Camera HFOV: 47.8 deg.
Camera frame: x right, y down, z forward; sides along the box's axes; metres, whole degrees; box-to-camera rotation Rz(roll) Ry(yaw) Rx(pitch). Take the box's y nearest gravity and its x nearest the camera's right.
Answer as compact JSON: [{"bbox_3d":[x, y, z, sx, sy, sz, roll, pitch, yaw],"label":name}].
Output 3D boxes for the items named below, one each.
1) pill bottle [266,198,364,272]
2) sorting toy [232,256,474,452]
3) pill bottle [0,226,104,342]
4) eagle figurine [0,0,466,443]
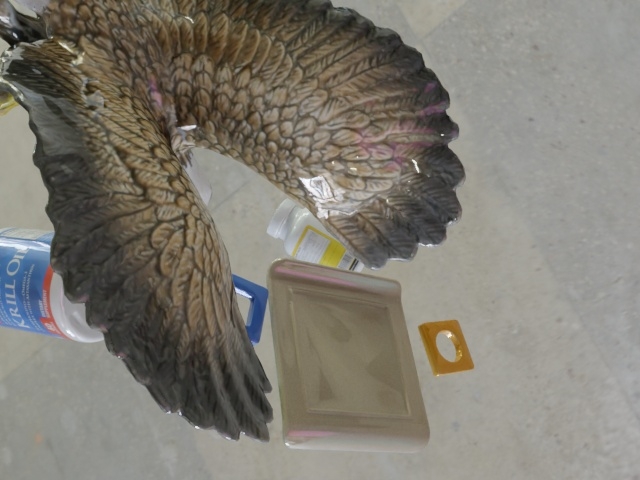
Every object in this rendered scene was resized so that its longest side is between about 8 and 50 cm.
[{"bbox_3d":[0.000,0.000,1.312,0.184,0.103,0.103,30,110,4],"label":"pill bottle"},{"bbox_3d":[0.024,0.126,0.767,0.047,0.348,0.195,-38,49,46],"label":"sorting toy"},{"bbox_3d":[-0.342,0.048,0.862,0.222,0.124,0.124,4,93,29],"label":"pill bottle"},{"bbox_3d":[-0.084,-0.063,0.429,0.298,0.225,0.226,31,100,28],"label":"eagle figurine"}]
